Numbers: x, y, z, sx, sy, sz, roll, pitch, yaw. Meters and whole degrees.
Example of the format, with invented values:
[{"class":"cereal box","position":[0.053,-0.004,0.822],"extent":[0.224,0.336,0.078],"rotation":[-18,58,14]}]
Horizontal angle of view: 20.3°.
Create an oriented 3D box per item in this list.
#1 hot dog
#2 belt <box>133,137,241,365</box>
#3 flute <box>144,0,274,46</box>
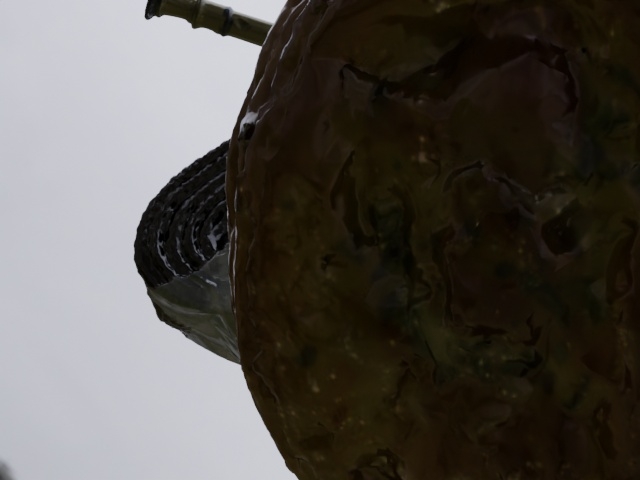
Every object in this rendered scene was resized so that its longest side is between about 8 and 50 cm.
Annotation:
[{"class":"hot dog","position":[0.064,0.007,0.651],"extent":[0.196,0.122,0.272],"rotation":[11,-79,25]},{"class":"belt","position":[0.000,0.000,1.445],"extent":[0.164,0.289,0.184],"rotation":[69,-1,-61]},{"class":"flute","position":[0.015,-0.101,1.002],"extent":[0.233,0.027,0.027],"rotation":[18,-36,-2]}]
